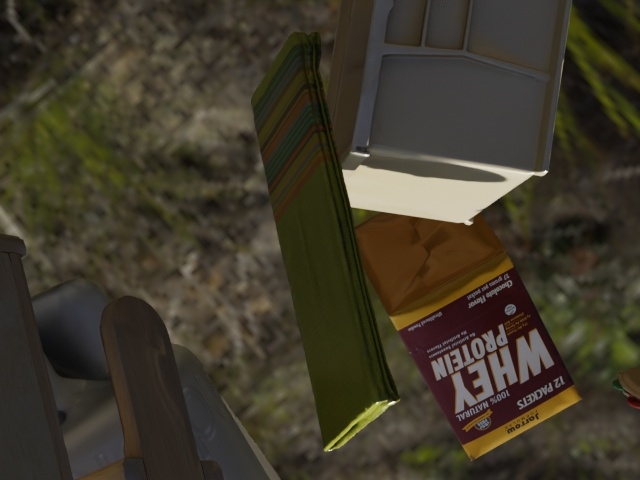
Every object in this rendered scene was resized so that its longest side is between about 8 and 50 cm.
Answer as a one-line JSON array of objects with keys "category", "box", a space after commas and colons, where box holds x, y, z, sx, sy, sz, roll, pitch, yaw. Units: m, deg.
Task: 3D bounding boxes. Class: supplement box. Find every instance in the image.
[{"category": "supplement box", "box": [0.141, 0.074, 1.960, 0.129, 0.191, 0.194, -29, 119, 1]}]

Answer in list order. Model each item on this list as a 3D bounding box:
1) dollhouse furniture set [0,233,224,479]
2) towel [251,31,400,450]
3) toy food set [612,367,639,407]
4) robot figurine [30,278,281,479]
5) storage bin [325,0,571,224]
[{"category": "dollhouse furniture set", "box": [-0.276, 0.138, 0.935, 0.355, 0.174, 0.303, -26, 159, 29]}, {"category": "towel", "box": [0.000, 0.000, 1.178, 0.021, 0.237, 0.102, -5, 160, -20]}, {"category": "toy food set", "box": [0.299, 0.137, 1.728, 0.082, 0.083, 0.020, -40, 150, -69]}, {"category": "robot figurine", "box": [-0.111, 0.203, 1.168, 0.200, 0.353, 0.300, -23, -168, 39]}, {"category": "storage bin", "box": [0.082, -0.154, 1.301, 0.262, 0.123, 0.260, 128, -30, -81]}]
